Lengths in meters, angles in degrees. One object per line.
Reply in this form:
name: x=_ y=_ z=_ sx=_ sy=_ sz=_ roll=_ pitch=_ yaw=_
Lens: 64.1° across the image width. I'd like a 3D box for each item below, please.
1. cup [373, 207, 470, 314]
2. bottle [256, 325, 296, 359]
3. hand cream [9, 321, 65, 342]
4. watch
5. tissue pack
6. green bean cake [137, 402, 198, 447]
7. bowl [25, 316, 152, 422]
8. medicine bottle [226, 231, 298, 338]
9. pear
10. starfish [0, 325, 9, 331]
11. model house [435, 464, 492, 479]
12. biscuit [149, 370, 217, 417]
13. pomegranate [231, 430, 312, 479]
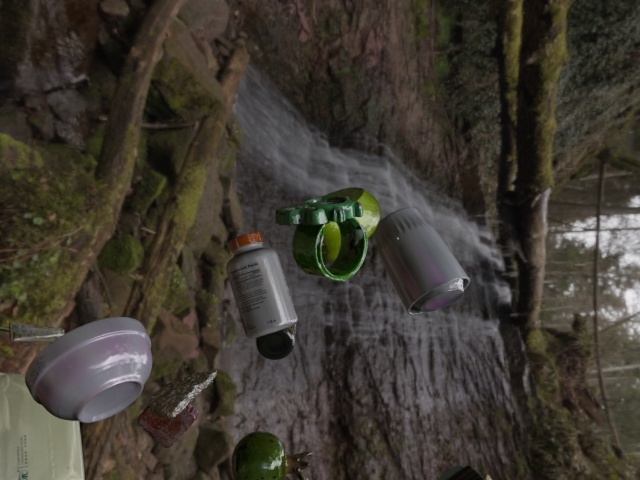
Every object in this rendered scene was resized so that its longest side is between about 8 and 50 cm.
cup: x=0.363 y=0.080 z=1.917 sx=0.253 sy=0.254 sz=0.371 roll=92 pitch=-27 yaw=-60
bottle: x=-0.157 y=0.314 z=1.839 sx=0.271 sy=0.143 sz=0.156 roll=-87 pitch=180 yaw=-79
hand cream: x=-0.779 y=0.259 z=1.405 sx=0.143 sy=0.039 sz=0.061 roll=18 pitch=42 yaw=-48
watch: x=0.000 y=0.000 z=0.937 sx=0.131 sy=0.165 sz=0.151 roll=10 pitch=-67 yaw=45
tissue pack: x=-0.870 y=0.601 z=1.487 sx=0.297 sy=0.207 sz=0.380 roll=35 pitch=33 yaw=-61
green bean cake: x=-0.444 y=0.516 z=1.495 sx=0.135 sy=0.136 sz=0.056 roll=-48 pitch=179 yaw=0
bowl: x=-0.532 y=0.331 z=1.228 sx=0.143 sy=0.287 sz=0.287 roll=51 pitch=-21 yaw=26
medicine bottle: x=-0.178 y=0.125 z=1.475 sx=0.157 sy=0.157 sz=0.288 roll=107 pitch=-35 yaw=-81
pear: x=0.064 y=-0.055 z=1.609 sx=0.292 sy=0.293 sz=0.159 roll=-100 pitch=165 yaw=-69
starfish: x=-1.036 y=0.251 z=1.562 sx=0.217 sy=0.224 sz=0.050 roll=40 pitch=64 yaw=-47
model house: x=0.347 y=0.705 z=1.224 sx=0.229 sy=0.281 sz=0.248 roll=56 pitch=-10 yaw=10
biscuit: x=-0.394 y=0.419 z=1.406 sx=0.250 sy=0.133 sz=0.032 roll=-35 pitch=118 yaw=-71
pomegranate: x=-0.138 y=0.632 z=1.436 sx=0.181 sy=0.225 sz=0.181 roll=-177 pitch=-90 yaw=-88
